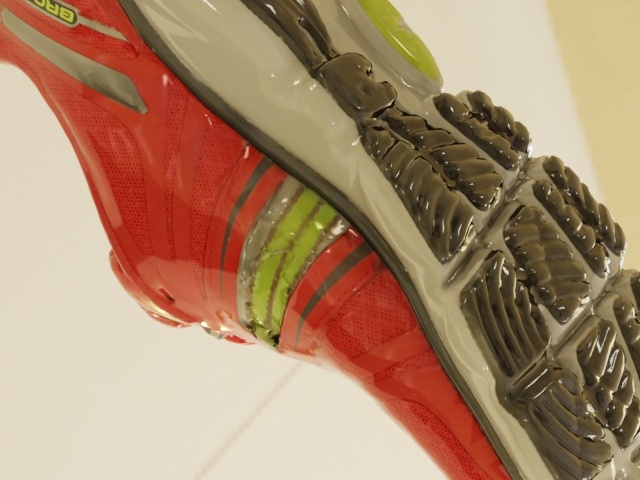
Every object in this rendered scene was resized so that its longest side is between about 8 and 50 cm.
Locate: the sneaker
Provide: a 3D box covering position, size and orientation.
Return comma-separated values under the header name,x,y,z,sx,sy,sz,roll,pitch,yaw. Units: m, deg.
name,x,y,z,sx,sy,sz,roll,pitch,yaw
sneaker,0.000,0.000,0.547,0.279,0.118,0.107,51,-147,10
